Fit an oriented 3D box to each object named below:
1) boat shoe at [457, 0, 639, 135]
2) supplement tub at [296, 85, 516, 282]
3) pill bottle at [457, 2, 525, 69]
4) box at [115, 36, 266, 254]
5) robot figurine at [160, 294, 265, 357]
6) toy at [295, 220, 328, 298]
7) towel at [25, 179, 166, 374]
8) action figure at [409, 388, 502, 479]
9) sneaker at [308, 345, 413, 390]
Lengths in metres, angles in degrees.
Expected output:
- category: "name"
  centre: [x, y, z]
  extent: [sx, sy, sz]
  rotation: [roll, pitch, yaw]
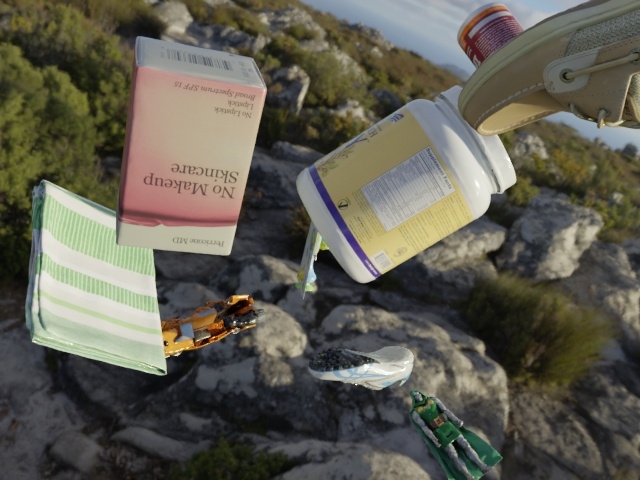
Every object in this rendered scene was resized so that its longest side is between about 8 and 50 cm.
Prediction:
- category: "boat shoe"
  centre: [0.238, -0.138, 0.510]
  extent: [0.109, 0.302, 0.098]
  rotation: [-7, 80, -39]
- category: "supplement tub"
  centre: [0.150, -0.101, 1.131]
  extent: [0.241, 0.331, 0.241]
  rotation: [57, 8, -12]
- category: "pill bottle"
  centre: [0.272, -0.265, 0.919]
  extent: [0.086, 0.086, 0.152]
  rotation: [1, 54, -47]
- category: "box"
  centre: [-0.169, -0.114, 0.788]
  extent: [0.148, 0.232, 0.127]
  rotation: [5, 30, -19]
- category: "robot figurine"
  centre: [-0.261, 0.184, 1.363]
  extent: [0.291, 0.211, 0.085]
  rotation: [-15, 89, -47]
- category: "toy"
  centre: [0.000, 0.000, 1.384]
  extent: [0.056, 0.237, 0.137]
  rotation: [14, 15, -11]
- category: "towel"
  centre: [-0.375, 0.058, 1.070]
  extent: [0.248, 0.038, 0.325]
  rotation: [29, 32, -43]
- category: "action figure"
  centre: [0.274, 0.424, 1.385]
  extent: [0.137, 0.063, 0.232]
  rotation: [-33, 69, -20]
- category: "sneaker"
  centre: [0.080, 0.248, 1.188]
  extent: [0.237, 0.086, 0.085]
  rotation: [5, 12, -35]
